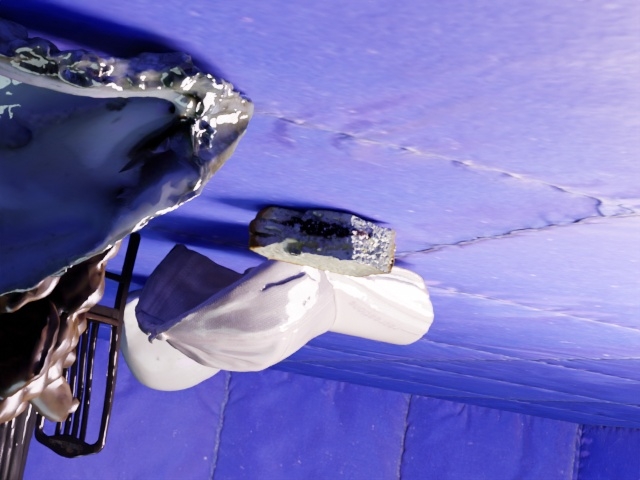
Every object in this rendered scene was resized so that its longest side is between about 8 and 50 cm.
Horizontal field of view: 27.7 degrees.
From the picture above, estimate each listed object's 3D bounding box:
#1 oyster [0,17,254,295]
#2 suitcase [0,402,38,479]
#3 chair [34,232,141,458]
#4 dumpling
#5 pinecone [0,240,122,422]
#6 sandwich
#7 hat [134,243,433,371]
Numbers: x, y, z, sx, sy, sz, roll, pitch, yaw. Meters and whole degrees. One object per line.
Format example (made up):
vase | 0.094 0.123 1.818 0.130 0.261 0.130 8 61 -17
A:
oyster | -0.174 -0.047 0.581 0.199 0.252 0.087 53 179 -25
suitcase | -0.400 0.151 1.330 0.230 0.334 0.152 10 -174 -11
chair | -0.228 0.086 1.153 0.084 0.212 0.101 7 171 17
dumpling | -0.165 0.109 1.634 0.179 0.131 0.252 -10 149 1
pinecone | -0.241 0.020 0.720 0.257 0.243 0.244 22 165 -40
sandwich | 0.000 0.000 0.954 0.105 0.035 0.093 12 172 -10
hat | -0.031 0.076 1.161 0.226 0.164 0.219 38 160 -25
